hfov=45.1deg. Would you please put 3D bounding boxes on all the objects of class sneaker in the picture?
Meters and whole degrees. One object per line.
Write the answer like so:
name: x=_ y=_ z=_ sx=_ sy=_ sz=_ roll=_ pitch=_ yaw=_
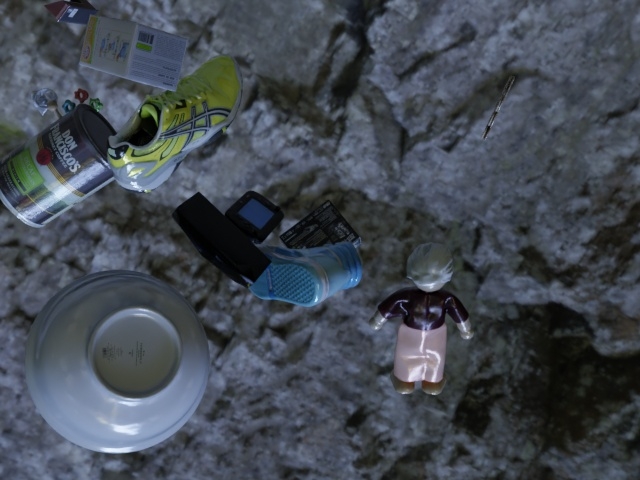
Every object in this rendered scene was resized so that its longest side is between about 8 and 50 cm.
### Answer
sneaker: x=-0.035 y=0.060 z=1.758 sx=0.319 sy=0.208 sz=0.127 roll=18 pitch=-64 yaw=47
sneaker: x=-0.306 y=-0.272 z=1.671 sx=0.385 sy=0.145 sz=0.147 roll=-53 pitch=160 yaw=-19

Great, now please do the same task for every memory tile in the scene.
memory tile: x=0.389 y=-0.290 z=1.688 sx=0.148 sy=0.012 sz=0.113 roll=-55 pitch=167 yaw=-49

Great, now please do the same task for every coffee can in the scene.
coffee can: x=-0.650 y=-0.186 z=1.937 sx=0.275 sy=0.201 sz=0.201 roll=-31 pitch=-152 yaw=10

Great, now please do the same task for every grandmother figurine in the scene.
grandmother figurine: x=0.202 y=0.155 z=1.539 sx=0.104 sy=0.208 sz=0.342 roll=-106 pitch=-164 yaw=-56

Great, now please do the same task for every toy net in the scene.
toy net: x=-0.701 y=-0.367 z=2.087 sx=0.045 sy=0.232 sz=0.122 roll=-36 pitch=149 yaw=-63

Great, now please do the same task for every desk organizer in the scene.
desk organizer: x=-0.576 y=-0.537 z=1.783 sx=0.047 sy=0.050 sz=0.130 roll=-45 pitch=179 yaw=18

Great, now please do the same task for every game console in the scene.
game console: x=-0.176 y=-0.037 z=1.644 sx=0.044 sy=0.213 sz=0.361 roll=-44 pitch=-175 yaw=23

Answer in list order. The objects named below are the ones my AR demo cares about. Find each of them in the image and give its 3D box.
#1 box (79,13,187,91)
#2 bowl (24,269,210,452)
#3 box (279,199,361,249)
box: x=-0.363 y=-0.363 z=1.483 sx=0.203 sy=0.114 sz=0.103 roll=24 pitch=-78 yaw=44
bowl: x=-0.298 y=0.179 z=1.198 sx=0.134 sy=0.298 sz=0.298 roll=-29 pitch=-141 yaw=61
box: x=0.000 y=0.000 z=2.166 sx=0.180 sy=0.147 sz=0.077 roll=-38 pitch=164 yaw=-6
